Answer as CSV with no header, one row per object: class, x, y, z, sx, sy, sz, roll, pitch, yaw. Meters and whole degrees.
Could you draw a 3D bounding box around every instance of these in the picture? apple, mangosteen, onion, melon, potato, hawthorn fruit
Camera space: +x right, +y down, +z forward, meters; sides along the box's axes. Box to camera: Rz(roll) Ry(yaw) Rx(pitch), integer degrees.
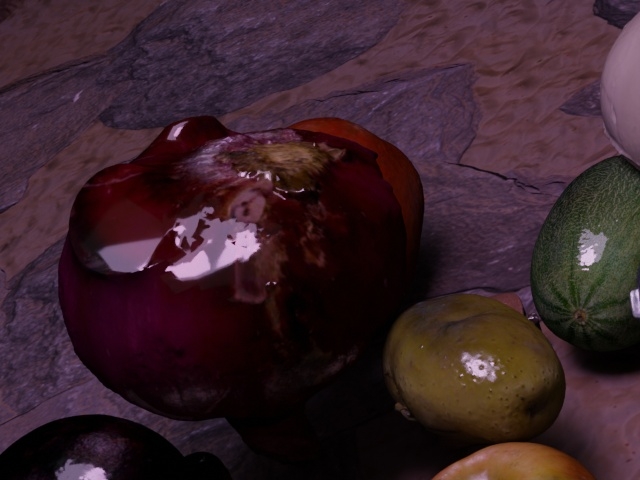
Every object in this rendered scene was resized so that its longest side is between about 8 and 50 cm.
apple,0.175,0.298,1.407,0.210,0.173,0.235,-1,28,46
mangosteen,-0.223,0.313,1.668,0.275,0.275,0.302,-5,1,35
onion,-0.091,0.084,1.708,0.398,0.420,0.398,-2,37,2
melon,0.341,0.006,1.742,0.182,0.182,0.288,-2,38,38
potato,0.153,0.136,1.567,0.169,0.143,0.248,-26,20,-15
hawthorn fruit,0.000,-0.017,1.978,0.295,0.295,0.311,-30,33,-6

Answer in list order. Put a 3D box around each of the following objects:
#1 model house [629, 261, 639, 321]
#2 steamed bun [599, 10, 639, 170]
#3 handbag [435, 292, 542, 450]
model house,0.418,0.037,1.492,0.215,0.224,0.198,23,75,15
steamed bun,0.506,-0.175,1.708,0.374,0.241,0.374,10,28,-5
handbag,0.187,0.144,1.757,0.151,0.072,0.193,-20,27,12
